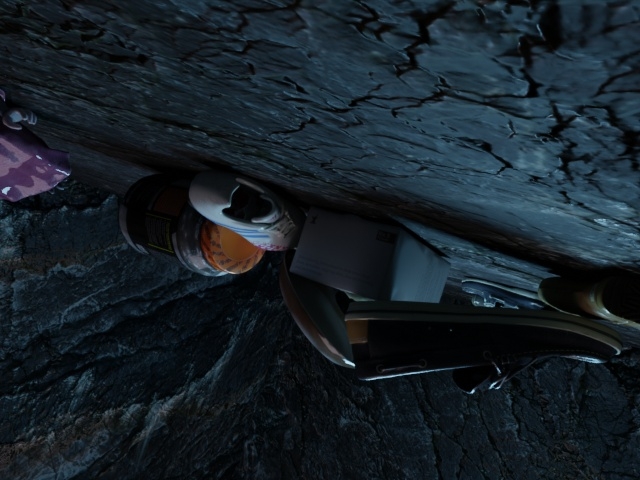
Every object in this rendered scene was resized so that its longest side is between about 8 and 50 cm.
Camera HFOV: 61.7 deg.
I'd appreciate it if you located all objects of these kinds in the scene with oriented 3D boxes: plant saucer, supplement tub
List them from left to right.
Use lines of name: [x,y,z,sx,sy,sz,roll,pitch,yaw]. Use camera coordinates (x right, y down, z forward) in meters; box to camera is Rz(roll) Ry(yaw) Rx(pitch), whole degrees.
supplement tub: [-0.289,-0.037,1.225,0.338,0.207,0.207,14,175,40]
plant saucer: [0.004,0.157,1.182,0.310,0.050,0.310,50,-167,-16]

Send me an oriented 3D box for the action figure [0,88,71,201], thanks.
action figure: [-0.588,-0.202,0.895,0.275,0.248,0.370,59,175,19]

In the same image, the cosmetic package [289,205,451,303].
cosmetic package: [0.129,0.059,1.202,0.217,0.156,0.385,15,176,32]

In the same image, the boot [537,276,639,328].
boot: [0.535,0.117,0.927,0.236,0.089,0.269,25,177,7]

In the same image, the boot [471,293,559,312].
boot: [0.618,0.205,1.707,0.190,0.076,0.208,3,-170,-30]

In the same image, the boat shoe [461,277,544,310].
boat shoe: [0.529,0.171,1.579,0.255,0.079,0.095,13,175,37]

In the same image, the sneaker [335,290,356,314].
sneaker: [0.102,0.164,1.199,0.051,0.089,0.170,36,-159,-49]

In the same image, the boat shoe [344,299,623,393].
boat shoe: [0.292,0.199,0.979,0.501,0.155,0.187,3,167,-3]

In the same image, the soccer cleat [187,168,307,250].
soccer cleat: [-0.108,-0.044,1.057,0.143,0.116,0.331,13,174,40]

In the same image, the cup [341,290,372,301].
cup: [0.100,0.136,1.546,0.331,0.331,0.237,17,154,-8]
